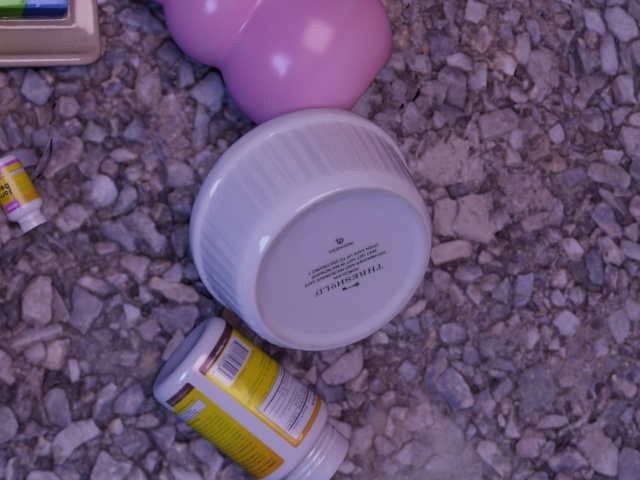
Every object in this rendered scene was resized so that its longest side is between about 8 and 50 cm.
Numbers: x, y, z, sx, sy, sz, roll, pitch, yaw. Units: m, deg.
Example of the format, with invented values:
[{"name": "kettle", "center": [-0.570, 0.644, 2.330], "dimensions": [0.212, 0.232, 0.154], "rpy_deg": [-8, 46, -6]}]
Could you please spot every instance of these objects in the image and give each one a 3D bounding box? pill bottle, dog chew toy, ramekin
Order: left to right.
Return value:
[{"name": "pill bottle", "center": [-0.336, -0.051, 1.342], "dimensions": [0.043, 0.043, 0.083], "rpy_deg": [-31, 94, -20]}, {"name": "dog chew toy", "center": [-0.083, -0.269, 1.381], "dimensions": [0.332, 0.206, 0.206], "rpy_deg": [37, 73, -4]}, {"name": "pill bottle", "center": [-0.074, 0.192, 1.366], "dimensions": [0.215, 0.117, 0.117], "rpy_deg": [41, 73, -11]}, {"name": "ramekin", "center": [0.000, 0.000, 1.336], "dimensions": [0.273, 0.127, 0.272], "rpy_deg": [-14, 126, -20]}]

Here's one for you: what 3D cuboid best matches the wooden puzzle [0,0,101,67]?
[{"name": "wooden puzzle", "center": [-0.411, -0.362, 1.334], "dimensions": [0.322, 0.080, 0.347], "rpy_deg": [-4, 85, -19]}]
